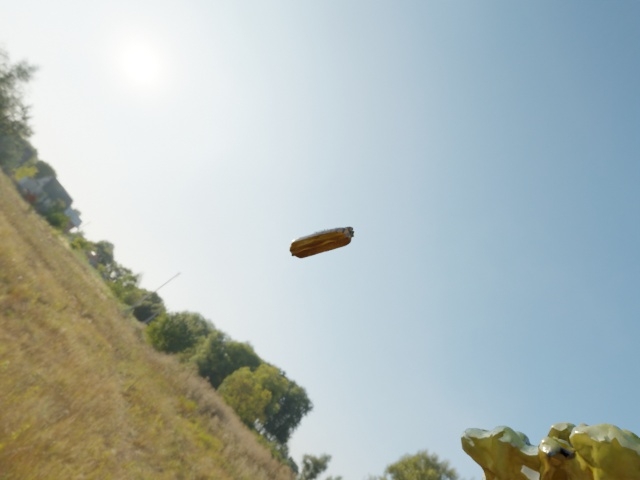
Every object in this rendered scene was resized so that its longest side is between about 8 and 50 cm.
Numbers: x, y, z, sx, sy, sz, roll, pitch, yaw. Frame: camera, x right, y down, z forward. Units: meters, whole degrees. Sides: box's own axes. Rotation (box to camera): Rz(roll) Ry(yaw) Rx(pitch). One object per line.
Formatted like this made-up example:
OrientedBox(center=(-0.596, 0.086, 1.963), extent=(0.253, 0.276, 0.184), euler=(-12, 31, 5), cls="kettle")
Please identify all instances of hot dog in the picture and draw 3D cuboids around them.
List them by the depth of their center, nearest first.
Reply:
OrientedBox(center=(0.000, 0.000, 0.709), extent=(0.049, 0.122, 0.036), euler=(50, 27, -58), cls="hot dog")

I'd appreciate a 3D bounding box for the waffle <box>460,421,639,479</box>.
OrientedBox(center=(0.200, 0.277, 0.271), extent=(0.281, 0.058, 0.300), euler=(127, -47, -56), cls="waffle")
